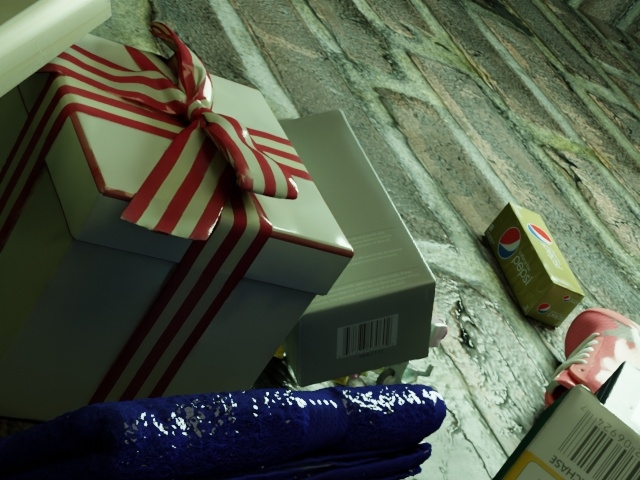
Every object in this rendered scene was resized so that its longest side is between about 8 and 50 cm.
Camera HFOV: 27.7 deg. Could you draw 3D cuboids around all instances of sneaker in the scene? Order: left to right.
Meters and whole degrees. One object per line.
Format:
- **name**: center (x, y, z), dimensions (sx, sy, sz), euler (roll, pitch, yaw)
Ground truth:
- **sneaker**: center (0.312, 0.161, 1.455), dimensions (0.136, 0.116, 0.314), euler (25, 27, -17)

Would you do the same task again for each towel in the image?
- **towel**: center (-0.085, 0.159, 0.875), dimensions (0.308, 0.228, 0.076), euler (4, 67, -48)

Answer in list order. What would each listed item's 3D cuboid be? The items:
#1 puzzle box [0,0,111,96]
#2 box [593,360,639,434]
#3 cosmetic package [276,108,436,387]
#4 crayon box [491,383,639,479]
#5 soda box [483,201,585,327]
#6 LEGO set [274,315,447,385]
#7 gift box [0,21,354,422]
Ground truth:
- **puzzle box**: center (-0.394, -0.163, 0.934), dimensions (0.409, 0.052, 0.272), euler (12, 35, 19)
- **box**: center (0.230, 0.229, 1.123), dimensions (0.108, 0.207, 0.153), euler (40, 26, 8)
- **cosmetic package**: center (0.000, 0.000, 1.147), dimensions (0.127, 0.107, 0.238), euler (-12, 45, -13)
- **crayon box**: center (0.161, 0.292, 0.928), dimensions (0.203, 0.083, 0.323), euler (39, 70, 8)
- **soda box**: center (0.279, 0.030, 1.704), dimensions (0.058, 0.061, 0.181), euler (22, 28, -28)
- **LEGO set**: center (0.011, 0.055, 1.271), dimensions (0.107, 0.132, 0.287), euler (18, 22, -50)
- **gift box**: center (-0.156, -0.011, 1.008), dimensions (0.276, 0.258, 0.255), euler (12, 33, -42)
